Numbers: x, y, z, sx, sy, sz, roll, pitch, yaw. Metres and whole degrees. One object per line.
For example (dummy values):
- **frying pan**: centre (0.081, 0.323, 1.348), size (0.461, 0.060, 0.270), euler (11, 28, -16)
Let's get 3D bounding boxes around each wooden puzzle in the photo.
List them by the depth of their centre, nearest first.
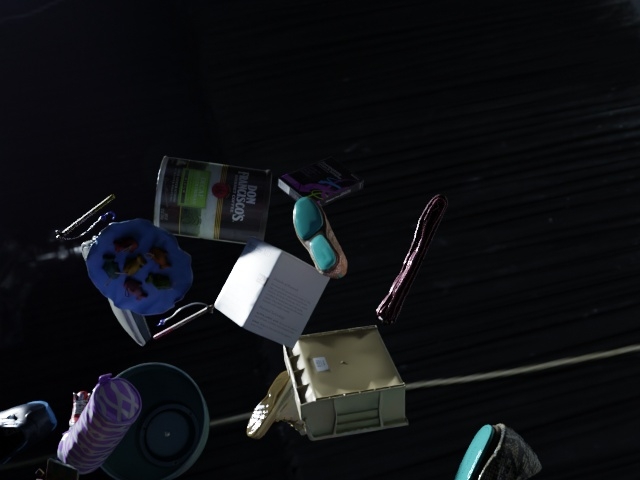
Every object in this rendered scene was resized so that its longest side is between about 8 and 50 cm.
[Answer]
- **wooden puzzle**: centre (-0.373, 0.343, 1.021), size (0.006, 0.083, 0.049), euler (-37, -40, -71)

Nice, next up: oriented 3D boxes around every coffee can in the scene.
- **coffee can**: centre (-0.272, -0.098, 1.816), size (0.201, 0.275, 0.202), euler (-173, 90, -84)

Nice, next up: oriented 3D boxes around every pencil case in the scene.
- **pencil case**: centre (-0.367, 0.308, 1.172), size (0.206, 0.086, 0.088), euler (-48, 63, 35)

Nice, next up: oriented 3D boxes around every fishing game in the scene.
- **fishing game**: centre (-0.305, 0.052, 1.194), size (0.264, 0.189, 0.041), euler (55, -160, -21)

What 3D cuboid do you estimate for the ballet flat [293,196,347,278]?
- **ballet flat**: centre (0.000, 0.000, 1.423), size (0.067, 0.073, 0.206), euler (43, -159, -48)

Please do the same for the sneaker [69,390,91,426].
- **sneaker**: centre (-0.571, 0.399, 1.685), size (0.118, 0.042, 0.067), euler (-162, 77, -73)

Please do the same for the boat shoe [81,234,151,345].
- **boat shoe**: centre (-0.411, 0.101, 1.491), size (0.095, 0.079, 0.255), euler (-7, 112, 53)

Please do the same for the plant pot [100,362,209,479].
- **plant pot**: centre (-0.410, 0.479, 1.804), size (0.196, 0.293, 0.293), euler (75, 178, -65)

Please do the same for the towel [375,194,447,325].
- **towel**: centre (0.168, 0.050, 1.361), size (0.237, 0.037, 0.329), euler (-64, -7, -6)

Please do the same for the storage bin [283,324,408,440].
- **storage bin**: centre (0.056, 0.350, 1.771), size (0.262, 0.260, 0.123), euler (-114, 19, -59)

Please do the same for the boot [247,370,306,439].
- **boot**: centre (-0.095, 0.487, 1.940), size (0.077, 0.213, 0.165), euler (-11, 125, 46)

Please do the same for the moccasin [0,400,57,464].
- **moccasin**: centre (-0.763, 0.458, 1.612), size (0.138, 0.342, 0.117), euler (56, -161, -1)

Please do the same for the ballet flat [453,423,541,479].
- **ballet flat**: centre (0.276, 0.594, 1.392), size (0.182, 0.483, 0.164), euler (40, 167, 3)

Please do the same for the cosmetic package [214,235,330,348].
- **cosmetic package**: centre (-0.108, 0.114, 1.576), size (0.151, 0.151, 0.184), euler (22, 84, 54)

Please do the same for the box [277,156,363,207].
- **box**: centre (0.001, -0.129, 1.602), size (0.116, 0.162, 0.029), euler (40, 138, 31)
